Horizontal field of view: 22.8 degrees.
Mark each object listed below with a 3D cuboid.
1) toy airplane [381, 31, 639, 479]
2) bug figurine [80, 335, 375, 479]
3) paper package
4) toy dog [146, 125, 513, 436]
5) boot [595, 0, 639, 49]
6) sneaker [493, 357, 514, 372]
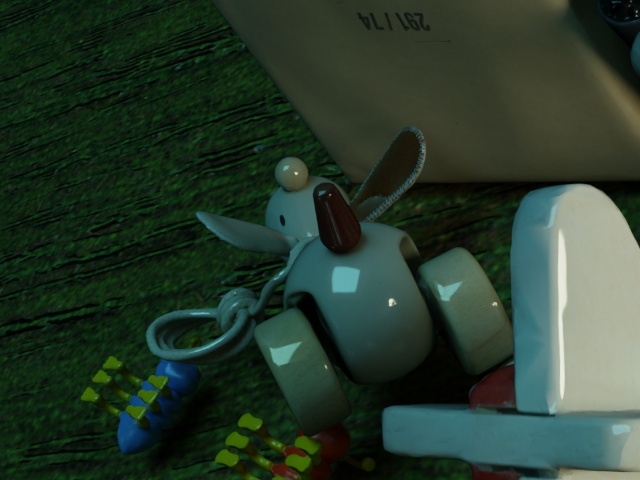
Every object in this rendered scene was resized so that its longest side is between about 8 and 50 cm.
[{"bbox_3d":[0.207,0.083,0.702,0.386,0.384,0.272,-46,8,-12],"label":"toy airplane"},{"bbox_3d":[-0.098,0.179,1.143,0.279,0.072,0.216,17,64,52],"label":"bug figurine"},{"bbox_3d":[0.098,-0.193,1.141,0.325,0.309,0.168,2,50,45],"label":"paper package"},{"bbox_3d":[0.000,0.000,1.114,0.220,0.161,0.334,-31,25,-23],"label":"toy dog"},{"bbox_3d":[0.285,-0.174,1.029,0.094,0.207,0.246,4,54,47],"label":"boot"},{"bbox_3d":[0.189,0.083,0.971,0.192,0.064,0.086,-35,32,24],"label":"sneaker"}]
